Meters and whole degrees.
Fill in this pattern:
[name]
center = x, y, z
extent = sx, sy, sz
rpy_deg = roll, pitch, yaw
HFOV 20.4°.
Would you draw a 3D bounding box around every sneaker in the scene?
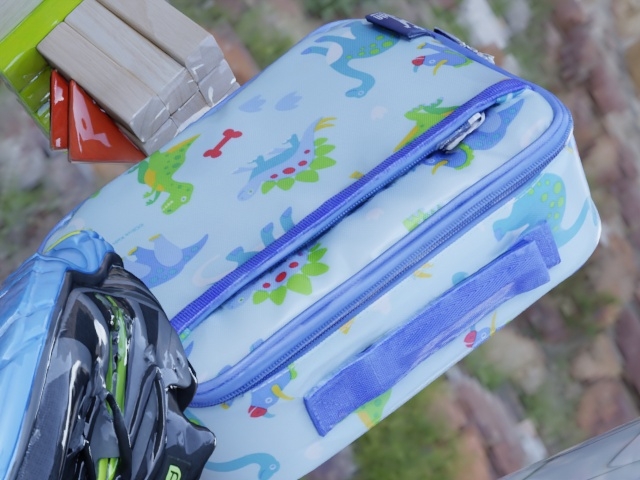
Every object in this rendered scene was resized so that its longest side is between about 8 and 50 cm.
[sneaker]
center = -0.064, 0.046, 0.470
extent = 0.078, 0.067, 0.188
rpy_deg = 43, 10, -4

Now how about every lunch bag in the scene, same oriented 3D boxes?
[lunch bag]
center = 0.000, 0.000, 0.768
extent = 0.176, 0.219, 0.090
rpy_deg = 37, -22, 49

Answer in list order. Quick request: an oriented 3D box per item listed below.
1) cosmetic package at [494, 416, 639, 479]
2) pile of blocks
[cosmetic package]
center = -0.006, 0.157, 0.516
extent = 0.097, 0.377, 0.284
rpy_deg = 65, 23, 5
[pile of blocks]
center = -0.194, -0.142, 0.970
extent = 0.362, 0.112, 0.149
rpy_deg = 44, -10, 9
